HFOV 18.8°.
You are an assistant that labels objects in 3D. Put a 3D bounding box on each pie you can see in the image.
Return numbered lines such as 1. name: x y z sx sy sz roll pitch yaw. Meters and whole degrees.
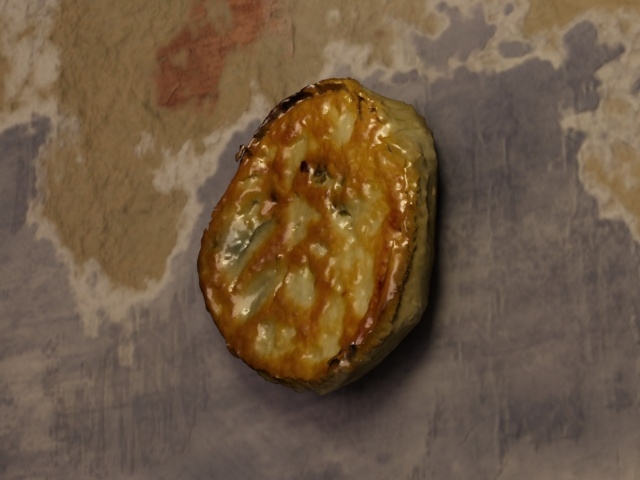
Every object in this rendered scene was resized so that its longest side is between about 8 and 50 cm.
1. pie: 0.000 0.000 1.899 0.315 0.092 0.315 -13 71 39
